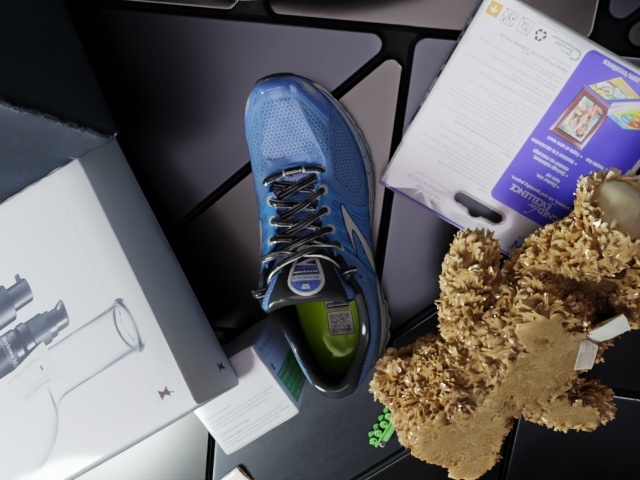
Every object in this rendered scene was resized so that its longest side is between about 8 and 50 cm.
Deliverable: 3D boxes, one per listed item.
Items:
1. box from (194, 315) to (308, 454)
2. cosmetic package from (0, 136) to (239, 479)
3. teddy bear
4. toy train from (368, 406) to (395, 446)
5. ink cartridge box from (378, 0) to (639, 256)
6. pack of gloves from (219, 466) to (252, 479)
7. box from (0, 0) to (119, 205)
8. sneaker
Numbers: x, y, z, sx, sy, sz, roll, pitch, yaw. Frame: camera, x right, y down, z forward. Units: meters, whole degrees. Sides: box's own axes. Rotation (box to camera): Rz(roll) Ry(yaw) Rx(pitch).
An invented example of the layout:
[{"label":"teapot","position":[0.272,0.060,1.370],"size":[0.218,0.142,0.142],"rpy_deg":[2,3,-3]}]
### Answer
[{"label":"box","position":[-0.077,0.154,0.601],"size":[0.102,0.101,0.087],"rpy_deg":[-35,95,13]},{"label":"cosmetic package","position":[-0.296,0.052,0.563],"size":[0.284,0.097,0.377],"rpy_deg":[-32,80,11]},{"label":"teddy bear","position":[0.206,0.083,0.532],"size":[0.245,0.113,0.338],"rpy_deg":[20,115,-13]},{"label":"toy train","position":[0.083,0.207,0.636],"size":[0.024,0.017,0.083],"rpy_deg":[25,105,-9]},{"label":"ink cartridge box","position":[0.195,-0.099,0.533],"size":[0.206,0.045,0.208],"rpy_deg":[30,110,1]},{"label":"pack of gloves","position":[-0.133,0.430,0.701],"size":[0.232,0.046,0.195],"rpy_deg":[-37,96,14]},{"label":"box","position":[-0.505,-0.205,0.430],"size":[0.472,0.297,0.479],"rpy_deg":[-26,82,11]},{"label":"sneaker","position":[0.000,0.000,0.534],"size":[0.130,0.147,0.330],"rpy_deg":[-14,100,11]}]
